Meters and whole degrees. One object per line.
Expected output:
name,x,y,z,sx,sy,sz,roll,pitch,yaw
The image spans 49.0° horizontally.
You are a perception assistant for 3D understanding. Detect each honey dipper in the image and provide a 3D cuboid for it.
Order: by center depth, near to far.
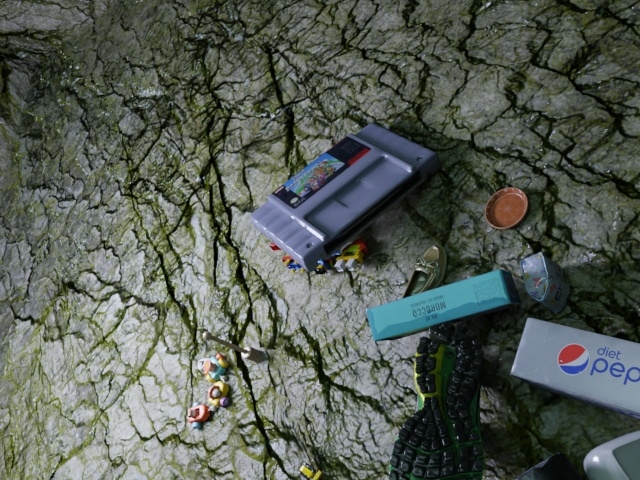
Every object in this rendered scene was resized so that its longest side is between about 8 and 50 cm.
honey dipper,-0.189,0.226,1.495,0.031,0.161,0.030,-21,55,33

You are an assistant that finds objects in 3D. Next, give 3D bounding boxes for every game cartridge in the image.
game cartridge,0.044,-0.104,1.461,0.355,0.068,0.230,-39,46,-14

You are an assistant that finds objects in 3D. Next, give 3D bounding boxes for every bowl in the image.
bowl,0.434,0.310,0.913,0.142,0.053,0.142,-15,44,-10

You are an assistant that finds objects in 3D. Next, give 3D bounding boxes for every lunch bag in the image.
lunch bag,0.370,0.072,1.148,0.053,0.071,0.083,-27,49,35

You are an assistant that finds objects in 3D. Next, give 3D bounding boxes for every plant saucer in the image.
plant saucer,0.343,-0.058,1.289,0.084,0.013,0.083,-21,54,31

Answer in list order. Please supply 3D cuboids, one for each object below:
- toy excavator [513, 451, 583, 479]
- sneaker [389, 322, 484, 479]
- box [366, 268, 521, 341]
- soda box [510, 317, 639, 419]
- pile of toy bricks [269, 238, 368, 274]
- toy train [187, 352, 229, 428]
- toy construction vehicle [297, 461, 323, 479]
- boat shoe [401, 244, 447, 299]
toy excavator,0.157,0.527,0.922,0.222,0.433,0.445,57,141,28
sneaker,0.199,0.307,1.093,0.134,0.146,0.343,5,51,20
box,0.211,0.115,1.211,0.244,0.100,0.060,-19,76,22
soda box,0.429,0.195,1.009,0.286,0.091,0.098,10,75,45
pile of toy bricks,0.000,0.000,1.504,0.212,0.118,0.105,-6,40,44
toy train,-0.262,0.333,1.584,0.125,0.046,0.166,-21,54,32
toy construction vehicle,-0.013,0.470,1.296,0.098,0.035,0.085,21,70,44
boat shoe,0.191,0.075,1.323,0.056,0.048,0.153,22,82,47
